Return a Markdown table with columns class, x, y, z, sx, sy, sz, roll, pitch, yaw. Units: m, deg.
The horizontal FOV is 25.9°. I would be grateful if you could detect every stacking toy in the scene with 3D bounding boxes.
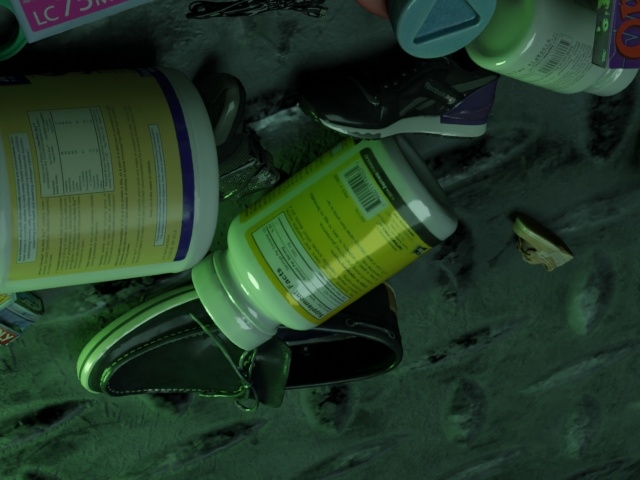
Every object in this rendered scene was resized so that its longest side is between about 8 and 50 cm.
| class | x | y | z | sx | sy | sz | roll | pitch | yaw |
| --- | --- | --- | --- | --- | --- | --- | --- | --- | --- |
| stacking toy | 0.156 | -0.348 | 1.567 | 0.309 | 0.130 | 0.280 | -43 | 141 | 22 |

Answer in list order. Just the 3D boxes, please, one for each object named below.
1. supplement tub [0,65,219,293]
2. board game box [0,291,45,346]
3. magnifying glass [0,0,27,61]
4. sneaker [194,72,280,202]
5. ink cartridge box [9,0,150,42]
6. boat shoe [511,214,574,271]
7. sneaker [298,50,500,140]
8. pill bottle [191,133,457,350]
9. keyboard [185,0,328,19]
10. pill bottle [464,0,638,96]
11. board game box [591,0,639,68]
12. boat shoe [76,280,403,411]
| class | x | y | z | sx | sy | sz | roll | pitch | yaw |
| --- | --- | --- | --- | --- | --- | --- | --- | --- | --- |
| supplement tub | -0.303 | -0.066 | 1.546 | 0.331 | 0.241 | 0.241 | -7 | 140 | -25 |
| board game box | -0.450 | 0.087 | 1.805 | 0.194 | 0.060 | 0.194 | -33 | 144 | 12 |
| magnifying glass | -0.301 | -0.255 | 1.467 | 0.231 | 0.026 | 0.092 | -26 | 137 | 10 |
| sneaker | -0.107 | -0.127 | 1.726 | 0.130 | 0.087 | 0.227 | -9 | 144 | -25 |
| ink cartridge box | -0.250 | -0.352 | 1.328 | 0.186 | 0.065 | 0.311 | -20 | 131 | -4 |
| boat shoe | 0.343 | 0.012 | 2.194 | 0.059 | 0.063 | 0.170 | -44 | 142 | 14 |
| sneaker | 0.103 | -0.205 | 1.765 | 0.283 | 0.107 | 0.124 | -4 | 125 | -33 |
| pill bottle | 0.000 | 0.000 | 1.862 | 0.334 | 0.188 | 0.188 | -34 | 144 | 13 |
| keyboard | -0.081 | -0.318 | 1.502 | 0.317 | 0.033 | 0.201 | -7 | 135 | -8 |
| pill bottle | 0.301 | -0.257 | 1.769 | 0.229 | 0.131 | 0.131 | 11 | 131 | -41 |
| board game box | 0.428 | -0.370 | 1.589 | 0.208 | 0.056 | 0.346 | -2 | 109 | -13 |
| boat shoe | -0.103 | 0.159 | 2.032 | 0.500 | 0.156 | 0.186 | -8 | 143 | -22 |
